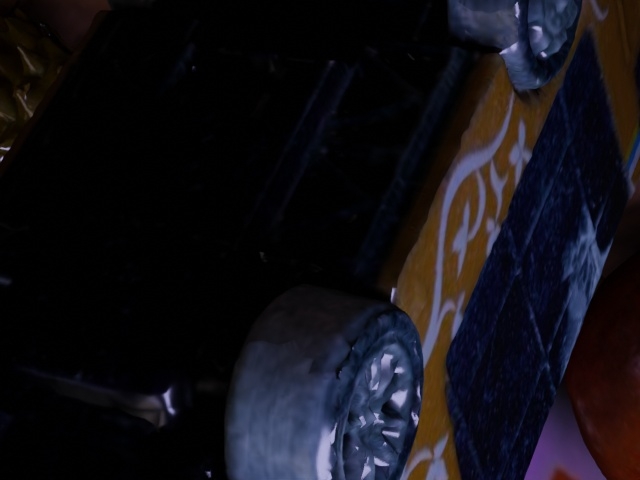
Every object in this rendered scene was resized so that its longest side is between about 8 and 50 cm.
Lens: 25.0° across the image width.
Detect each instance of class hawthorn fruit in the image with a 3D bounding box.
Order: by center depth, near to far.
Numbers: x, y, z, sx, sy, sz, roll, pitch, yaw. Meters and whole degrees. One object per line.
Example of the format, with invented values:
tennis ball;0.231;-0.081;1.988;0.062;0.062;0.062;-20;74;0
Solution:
hawthorn fruit;0.160;0.060;0.636;0.140;0.125;0.125;20;148;8

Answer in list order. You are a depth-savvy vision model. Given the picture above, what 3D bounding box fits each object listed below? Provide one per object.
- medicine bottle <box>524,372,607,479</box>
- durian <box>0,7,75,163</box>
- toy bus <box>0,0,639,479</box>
medicine bottle;0.092;0.173;0.760;0.388;0.219;0.219;36;148;-13
durian;-0.162;-0.008;0.764;0.183;0.138;0.250;53;153;30
toy bus;0.000;0.000;0.475;0.162;0.323;0.194;10;146;27
